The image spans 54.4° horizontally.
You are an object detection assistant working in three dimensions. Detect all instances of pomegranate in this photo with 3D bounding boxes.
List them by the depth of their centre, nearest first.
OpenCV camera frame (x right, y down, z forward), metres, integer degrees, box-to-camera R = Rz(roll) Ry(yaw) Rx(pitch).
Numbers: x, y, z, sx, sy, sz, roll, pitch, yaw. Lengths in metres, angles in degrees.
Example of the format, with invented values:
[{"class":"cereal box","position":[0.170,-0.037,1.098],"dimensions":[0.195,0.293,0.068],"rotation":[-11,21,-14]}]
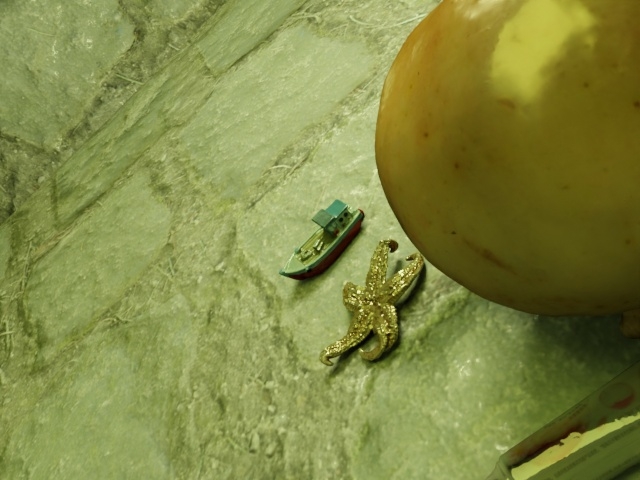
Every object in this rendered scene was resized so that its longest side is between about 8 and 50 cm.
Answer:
[{"class":"pomegranate","position":[0.267,-0.093,0.601],"dimensions":[0.412,0.411,0.411],"rotation":[-28,38,24]}]

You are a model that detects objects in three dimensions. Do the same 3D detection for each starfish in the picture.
[{"class":"starfish","position":[0.067,0.089,0.878],"dimensions":[0.209,0.053,0.150],"rotation":[-50,30,-4]}]

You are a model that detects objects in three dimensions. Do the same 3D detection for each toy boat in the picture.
[{"class":"toy boat","position":[0.000,0.000,1.032],"dimensions":[0.173,0.059,0.069],"rotation":[-47,34,-2]}]

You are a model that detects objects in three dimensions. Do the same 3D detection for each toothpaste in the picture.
[{"class":"toothpaste","position":[0.278,0.166,0.572],"dimensions":[0.323,0.066,0.100],"rotation":[-36,30,6]}]
